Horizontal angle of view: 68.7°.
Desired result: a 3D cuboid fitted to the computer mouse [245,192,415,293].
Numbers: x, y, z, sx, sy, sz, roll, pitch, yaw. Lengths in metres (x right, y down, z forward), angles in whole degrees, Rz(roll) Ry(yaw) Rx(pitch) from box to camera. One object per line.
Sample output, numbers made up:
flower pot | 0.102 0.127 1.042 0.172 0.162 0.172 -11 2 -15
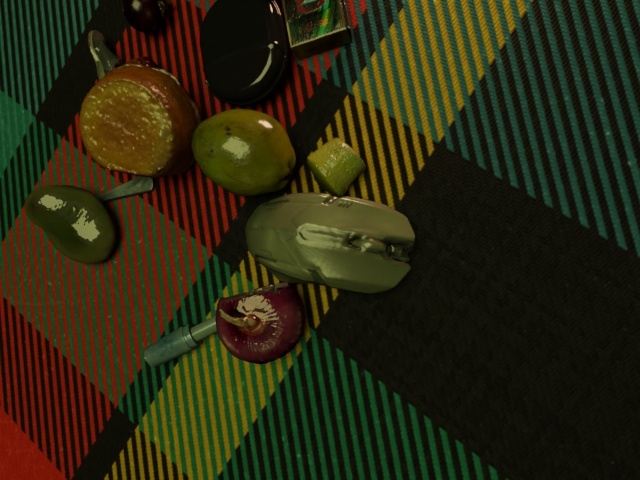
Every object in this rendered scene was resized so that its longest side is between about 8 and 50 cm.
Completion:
computer mouse | 0.001 0.000 1.099 0.428 0.145 0.229 9 85 17

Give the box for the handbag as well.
handbag | -0.204 -0.502 1.222 0.253 0.093 0.308 -12 82 20

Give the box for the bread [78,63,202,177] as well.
bread | -0.463 -0.300 1.213 0.311 0.172 0.313 2 112 5

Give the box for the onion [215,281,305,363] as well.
onion | -0.138 0.200 1.114 0.207 0.200 0.201 -20 78 -20

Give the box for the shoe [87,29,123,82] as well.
shoe | -0.620 -0.528 1.373 0.077 0.074 0.195 -16 83 3

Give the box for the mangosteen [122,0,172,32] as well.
mangosteen | -0.486 -0.657 1.321 0.139 0.140 0.140 -2 85 16

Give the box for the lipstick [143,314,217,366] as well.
lipstick | -0.327 0.244 1.218 0.273 0.061 0.068 -28 73 7

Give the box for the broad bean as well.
broad bean | -0.688 -0.052 1.321 0.189 0.121 0.263 -43 100 6

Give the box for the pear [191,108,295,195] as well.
pear | -0.187 -0.214 1.141 0.269 0.212 0.213 25 92 11

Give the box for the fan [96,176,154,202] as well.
fan | -0.603 -0.137 1.355 0.281 0.023 0.057 -14 87 14

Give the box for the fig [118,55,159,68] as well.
fig | -0.492 -0.444 1.303 0.150 0.128 0.128 31 95 -7

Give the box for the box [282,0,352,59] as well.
box | -0.015 -0.606 1.194 0.159 0.071 0.240 -13 81 13

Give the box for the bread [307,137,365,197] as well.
bread | 0.035 -0.178 1.127 0.114 0.111 0.129 -43 79 1
